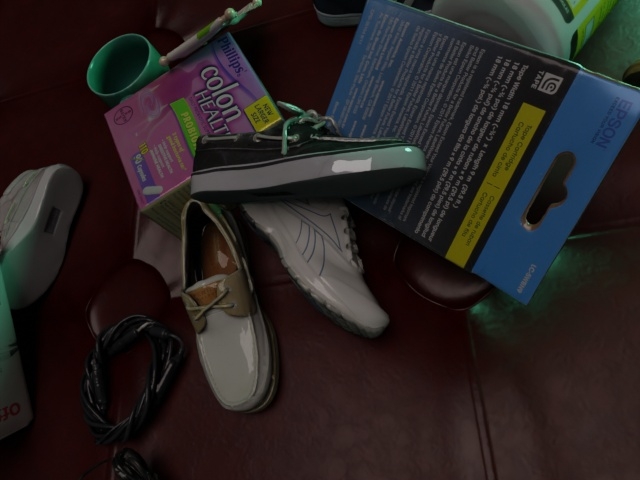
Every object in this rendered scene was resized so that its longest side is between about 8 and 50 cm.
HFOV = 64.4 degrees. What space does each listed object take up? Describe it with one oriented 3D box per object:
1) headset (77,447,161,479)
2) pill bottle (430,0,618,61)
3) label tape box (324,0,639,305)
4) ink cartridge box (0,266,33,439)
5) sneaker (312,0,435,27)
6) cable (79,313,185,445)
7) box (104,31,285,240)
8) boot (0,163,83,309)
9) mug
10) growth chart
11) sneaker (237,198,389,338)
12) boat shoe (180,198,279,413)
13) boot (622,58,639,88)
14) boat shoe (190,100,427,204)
[{"bbox_3d":[-0.343,0.414,0.567,0.185,0.243,0.394,42,66,4],"label":"headset"},{"bbox_3d":[0.314,-0.366,0.673,0.188,0.188,0.334,35,78,27],"label":"pill bottle"},{"bbox_3d":[0.165,-0.117,0.612,0.333,0.105,0.241,34,115,27],"label":"label tape box"},{"bbox_3d":[-0.537,0.150,0.680,0.121,0.211,0.289,-13,89,14],"label":"ink cartridge box"},{"bbox_3d":[0.107,-0.425,0.790,0.282,0.153,0.099,-1,68,18],"label":"sneaker"},{"bbox_3d":[-0.282,0.195,0.721,0.150,0.047,0.185,19,76,25],"label":"cable"},{"bbox_3d":[-0.181,-0.162,0.797,0.242,0.117,0.214,-31,62,3],"label":"box"},{"bbox_3d":[-0.503,-0.009,0.869,0.123,0.095,0.258,0,63,29],"label":"boot"},{"bbox_3d":[-0.335,-0.272,0.906,0.129,0.097,0.158,12,73,22],"label":"mug"},{"bbox_3d":[-0.180,-0.343,0.841,0.171,0.021,0.237,-25,24,20],"label":"growth chart"},{"bbox_3d":[0.000,0.000,0.678,0.129,0.111,0.297,-37,62,-4],"label":"sneaker"},{"bbox_3d":[-0.139,0.081,0.688,0.113,0.103,0.302,-23,63,8],"label":"boat shoe"},{"bbox_3d":[0.519,-0.281,0.635,0.236,0.089,0.270,14,73,12],"label":"boot"},{"bbox_3d":[-0.025,-0.107,0.615,0.306,0.113,0.105,-3,83,31],"label":"boat shoe"}]
